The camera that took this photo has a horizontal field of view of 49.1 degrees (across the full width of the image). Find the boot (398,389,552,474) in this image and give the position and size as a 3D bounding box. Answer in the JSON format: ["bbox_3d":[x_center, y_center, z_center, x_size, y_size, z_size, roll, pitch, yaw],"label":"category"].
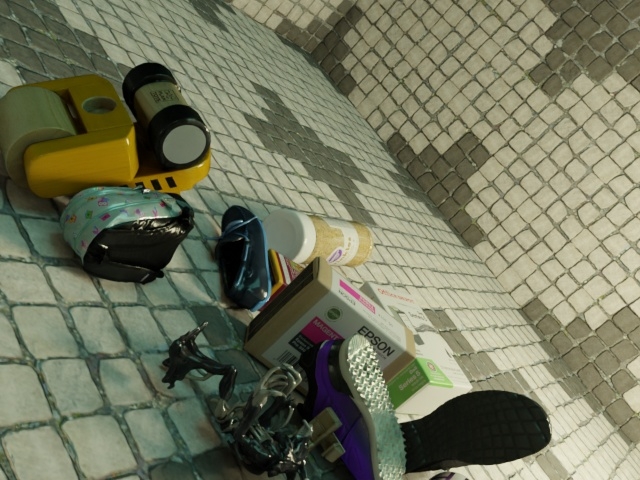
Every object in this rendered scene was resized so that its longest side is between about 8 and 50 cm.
[{"bbox_3d":[0.271,0.334,1.220,0.222,0.338,0.118,15,62,-49],"label":"boot"}]

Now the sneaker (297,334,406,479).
[{"bbox_3d":[0.041,0.297,1.147,0.102,0.146,0.294,-25,102,-58],"label":"sneaker"}]

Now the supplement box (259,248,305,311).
[{"bbox_3d":[-0.046,0.110,1.382,0.188,0.081,0.104,32,23,-33],"label":"supplement box"}]

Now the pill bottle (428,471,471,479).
[{"bbox_3d":[0.216,0.450,1.179,0.108,0.108,0.193,53,8,19],"label":"pill bottle"}]

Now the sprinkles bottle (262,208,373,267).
[{"bbox_3d":[0.000,0.000,1.632,0.121,0.121,0.355,53,21,20],"label":"sprinkles bottle"}]

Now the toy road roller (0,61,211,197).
[{"bbox_3d":[-0.342,-0.129,1.152,0.329,0.241,0.202,-13,45,-25],"label":"toy road roller"}]

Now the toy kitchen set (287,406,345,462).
[{"bbox_3d":[-0.011,0.308,1.060,0.068,0.083,0.075,54,21,23],"label":"toy kitchen set"}]

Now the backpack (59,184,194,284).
[{"bbox_3d":[-0.298,-0.013,1.062,0.115,0.152,0.182,43,25,26],"label":"backpack"}]

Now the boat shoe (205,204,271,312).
[{"bbox_3d":[-0.154,0.014,1.325,0.089,0.109,0.258,26,25,-36],"label":"boat shoe"}]

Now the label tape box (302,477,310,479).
[{"bbox_3d":[-0.002,0.458,0.755,0.240,0.106,0.334,44,19,-1],"label":"label tape box"}]

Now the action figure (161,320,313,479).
[{"bbox_3d":[-0.090,0.227,0.968,0.275,0.141,0.164,43,-7,4],"label":"action figure"}]

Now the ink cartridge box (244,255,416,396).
[{"bbox_3d":[0.017,0.175,1.217,0.234,0.193,0.088,39,20,-15],"label":"ink cartridge box"}]

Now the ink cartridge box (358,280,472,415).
[{"bbox_3d":[0.179,0.237,1.534,0.198,0.115,0.273,20,32,-50],"label":"ink cartridge box"}]
